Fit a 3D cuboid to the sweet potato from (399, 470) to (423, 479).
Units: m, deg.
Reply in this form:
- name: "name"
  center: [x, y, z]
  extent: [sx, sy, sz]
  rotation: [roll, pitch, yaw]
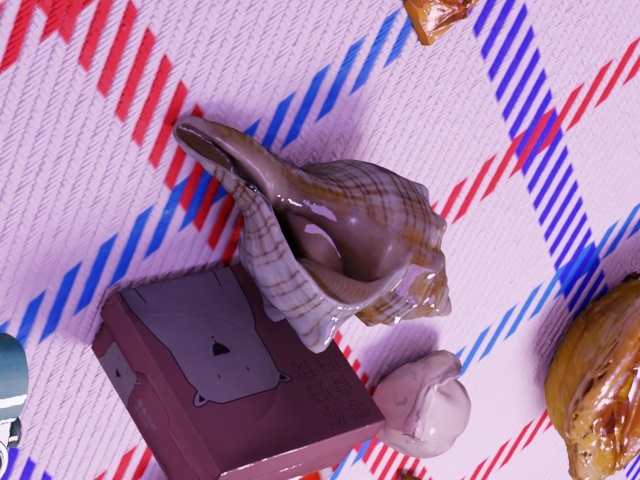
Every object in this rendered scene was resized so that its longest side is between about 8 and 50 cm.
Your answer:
- name: "sweet potato"
  center: [0.131, 0.393, 2.456]
  extent: [0.067, 0.067, 0.274]
  rotation: [-29, 142, -20]

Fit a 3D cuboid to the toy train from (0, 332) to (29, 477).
- name: "toy train"
  center: [-0.361, 0.153, 1.564]
  extent: [0.248, 0.101, 0.159]
  rotation: [-7, 119, -45]

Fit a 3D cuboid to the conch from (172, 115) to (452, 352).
- name: "conch"
  center: [-0.007, 0.008, 1.704]
  extent: [0.386, 0.203, 0.169]
  rotation: [17, 137, -32]

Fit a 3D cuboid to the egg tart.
- name: "egg tart"
  center: [0.427, 0.159, 2.402]
  extent: [0.339, 0.153, 0.351]
  rotation: [-39, 149, -6]

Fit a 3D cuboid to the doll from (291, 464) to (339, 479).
- name: "doll"
  center: [-0.086, 0.287, 2.039]
  extent: [0.336, 0.105, 0.200]
  rotation: [-42, 153, -15]

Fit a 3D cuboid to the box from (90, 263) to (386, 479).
- name: "box"
  center: [-0.081, 0.135, 1.732]
  extent: [0.215, 0.215, 0.086]
  rotation: [-13, 151, -40]

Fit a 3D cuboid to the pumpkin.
- name: "pumpkin"
  center: [0.115, -0.221, 1.674]
  extent: [0.073, 0.035, 0.101]
  rotation: [-39, 152, 0]

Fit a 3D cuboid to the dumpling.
- name: "dumpling"
  center: [0.125, 0.193, 2.148]
  extent: [0.136, 0.118, 0.199]
  rotation: [-56, 178, -4]
